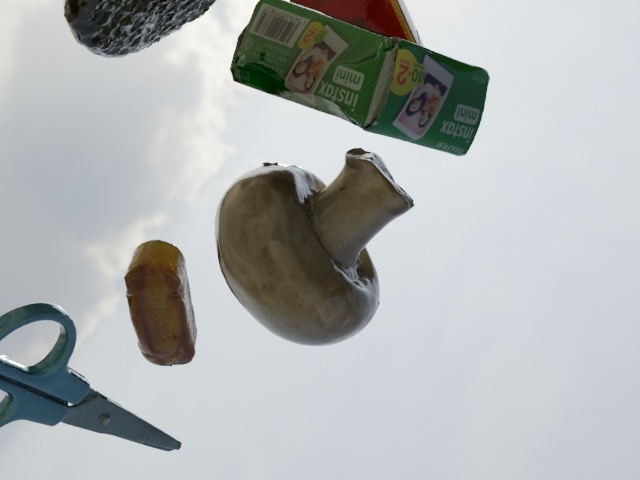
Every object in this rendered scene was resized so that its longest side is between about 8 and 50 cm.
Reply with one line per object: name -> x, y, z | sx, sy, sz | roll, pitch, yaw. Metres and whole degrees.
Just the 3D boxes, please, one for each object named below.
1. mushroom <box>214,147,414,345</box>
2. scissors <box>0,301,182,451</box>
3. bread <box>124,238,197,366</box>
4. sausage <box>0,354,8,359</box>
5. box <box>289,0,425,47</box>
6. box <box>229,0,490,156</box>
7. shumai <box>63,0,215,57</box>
mushroom -> 0.000, 0.000, 1.840 | 0.290, 0.297, 0.298 | -34, -134, 19
scissors -> -0.281, 0.198, 1.480 | 0.192, 0.447, 0.029 | -45, -122, 2
bread -> -0.265, 0.114, 2.106 | 0.102, 0.246, 0.094 | 3, -139, 7
sausage -> -0.550, 0.207, 2.134 | 0.132, 0.024, 0.024 | 149, -36, -81
box -> 0.054, -0.332, 1.883 | 0.153, 0.240, 0.074 | -24, -173, 12
box -> 0.041, -0.176, 1.328 | 0.250, 0.180, 0.103 | 29, -75, 45
shumai -> -0.274, -0.463, 1.714 | 0.324, 0.397, 0.323 | -36, -97, -4
